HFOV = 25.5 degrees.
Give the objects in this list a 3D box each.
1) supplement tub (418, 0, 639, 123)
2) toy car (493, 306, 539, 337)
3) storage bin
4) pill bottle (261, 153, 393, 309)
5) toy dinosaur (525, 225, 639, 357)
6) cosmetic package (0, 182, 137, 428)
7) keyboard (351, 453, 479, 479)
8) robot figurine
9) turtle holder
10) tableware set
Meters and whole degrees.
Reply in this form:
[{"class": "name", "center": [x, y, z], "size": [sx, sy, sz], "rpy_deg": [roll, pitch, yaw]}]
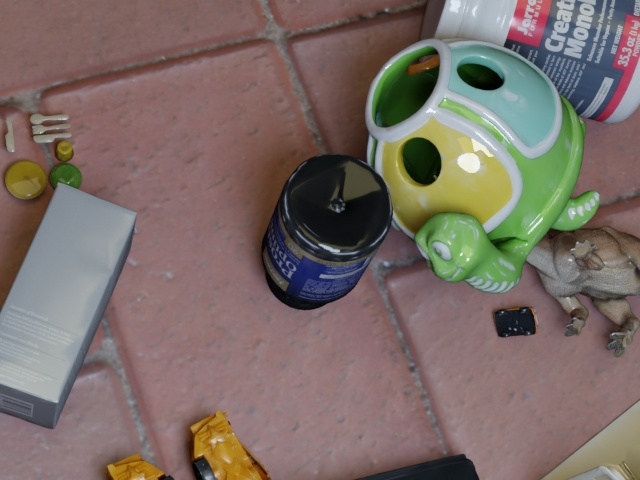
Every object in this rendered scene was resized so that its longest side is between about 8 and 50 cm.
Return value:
[{"class": "supplement tub", "center": [0.275, -0.265, 1.754], "size": [0.272, 0.191, 0.191], "rpy_deg": [14, 67, -6]}, {"class": "toy car", "center": [0.224, 0.061, 1.691], "size": [0.040, 0.060, 0.122], "rpy_deg": [-14, 76, -49]}, {"class": "storage bin", "center": [0.389, 0.238, 1.543], "size": [0.262, 0.260, 0.123], "rpy_deg": [-33, 82, -21]}, {"class": "pill bottle", "center": [0.000, 0.000, 1.578], "size": [0.122, 0.219, 0.123], "rpy_deg": [4, 67, -10]}, {"class": "toy dinosaur", "center": [0.328, 0.020, 1.700], "size": [0.295, 0.127, 0.200], "rpy_deg": [20, 29, -20]}, {"class": "cosmetic package", "center": [-0.288, 0.072, 1.544], "size": [0.107, 0.127, 0.238], "rpy_deg": [19, 65, -4]}, {"class": "keyboard", "center": [0.063, 0.349, 1.491], "size": [0.317, 0.033, 0.202], "rpy_deg": [-6, 84, -39]}, {"class": "robot figurine", "center": [-0.099, 0.340, 1.498], "size": [0.211, 0.085, 0.291], "rpy_deg": [-24, 75, -19]}, {"class": "turtle holder", "center": [0.151, -0.080, 1.590], "size": [0.227, 0.243, 0.320], "rpy_deg": [41, 63, -32]}, {"class": "tableware set", "center": [-0.360, -0.093, 1.653], "size": [0.154, 0.024, 0.104], "rpy_deg": [-7, 74, -15]}]
